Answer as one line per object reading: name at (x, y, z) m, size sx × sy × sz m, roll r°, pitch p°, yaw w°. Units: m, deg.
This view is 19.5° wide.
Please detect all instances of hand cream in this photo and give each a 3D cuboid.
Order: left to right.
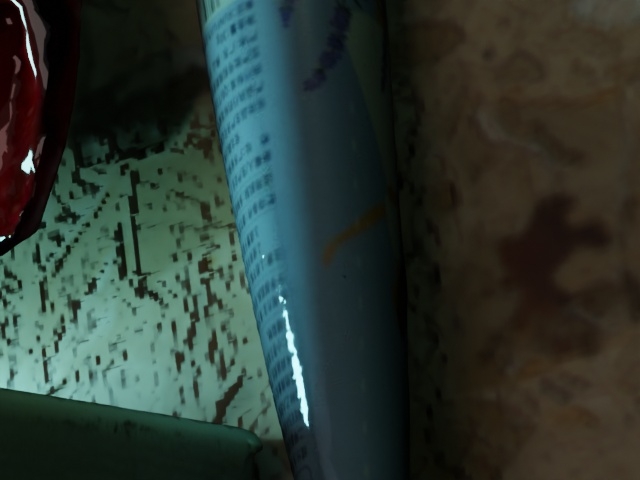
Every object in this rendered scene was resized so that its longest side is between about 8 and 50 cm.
hand cream at (0.000, 0.000, 0.537) m, size 0.058 × 0.091 × 0.271 m, roll -7°, pitch 72°, yaw 1°

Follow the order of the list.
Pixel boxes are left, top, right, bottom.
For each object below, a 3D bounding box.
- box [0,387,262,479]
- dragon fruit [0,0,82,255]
box at (-0.165, 0.202, 0.449) m, size 0.177 × 0.352 × 0.344 m, roll -3°, pitch 78°, yaw 34°
dragon fruit at (-0.206, -0.085, 0.673) m, size 0.343 × 0.100 × 0.282 m, roll -11°, pitch 75°, yaw 30°
